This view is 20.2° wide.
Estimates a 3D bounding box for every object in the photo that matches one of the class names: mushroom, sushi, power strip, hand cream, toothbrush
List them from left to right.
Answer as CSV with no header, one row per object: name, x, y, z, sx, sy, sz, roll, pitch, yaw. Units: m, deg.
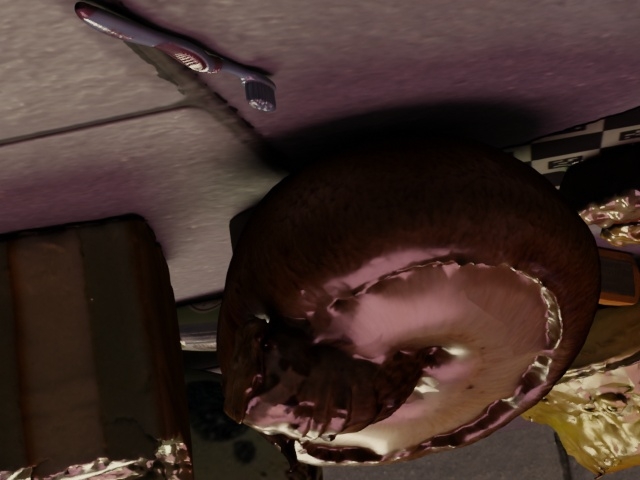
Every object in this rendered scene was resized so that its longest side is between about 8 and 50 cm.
toothbrush,-0.069,-0.092,0.905,0.013,0.019,0.193,-14,166,24
hand cream,-0.115,0.077,1.624,0.235,0.055,0.086,-6,168,26
mushroom,0.045,0.044,1.195,0.278,0.163,0.297,-9,145,-29
power strip,0.262,0.035,1.679,0.028,0.049,0.178,-10,170,34
sushi,0.242,-0.038,1.318,0.264,0.050,0.290,-16,166,30

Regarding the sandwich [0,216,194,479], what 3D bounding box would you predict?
sandwich,-0.179,0.109,1.334,0.155,0.198,0.227,-9,168,0

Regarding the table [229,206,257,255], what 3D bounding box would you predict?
table,0.000,0.000,1.330,0.133,0.043,0.133,-9,168,-2

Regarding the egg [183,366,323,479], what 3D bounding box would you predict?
egg,-0.185,0.273,1.904,0.379,0.288,0.287,-19,169,-3

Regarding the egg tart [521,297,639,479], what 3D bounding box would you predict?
egg tart,0.383,0.142,1.907,0.443,0.178,0.443,-16,172,-2
